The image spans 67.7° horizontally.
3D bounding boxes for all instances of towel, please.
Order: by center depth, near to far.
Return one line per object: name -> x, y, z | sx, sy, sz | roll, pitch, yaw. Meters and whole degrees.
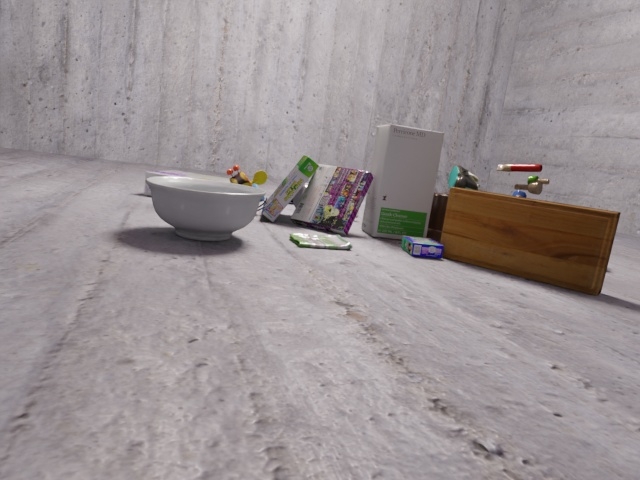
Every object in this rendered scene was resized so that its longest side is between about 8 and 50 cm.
towel -> 0.000, 0.000, 1.315 | 0.152, 0.023, 0.113 | 4, 10, -20

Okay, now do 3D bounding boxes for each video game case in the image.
video game case -> 0.038, -0.140, 1.585 | 0.210, 0.232, 0.042 | 13, -22, 31

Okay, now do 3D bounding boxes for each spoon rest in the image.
spoon rest -> 0.013, -0.137, 1.851 | 0.276, 0.137, 0.084 | 16, -23, -25

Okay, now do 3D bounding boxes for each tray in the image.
tray -> 0.529, -0.011, 1.261 | 0.411, 0.202, 0.076 | 15, 13, 35

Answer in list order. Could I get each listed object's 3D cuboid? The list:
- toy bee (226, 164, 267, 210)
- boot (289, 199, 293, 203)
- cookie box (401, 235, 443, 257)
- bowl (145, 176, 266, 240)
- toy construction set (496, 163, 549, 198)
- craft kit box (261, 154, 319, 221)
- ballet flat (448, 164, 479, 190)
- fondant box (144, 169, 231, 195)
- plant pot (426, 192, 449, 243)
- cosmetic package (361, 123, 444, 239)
toy bee -> -0.264, -0.191, 1.678 | 0.195, 0.162, 0.298 | -39, 17, -31
boot -> -0.092, -0.193, 2.199 | 0.190, 0.069, 0.086 | -5, 22, -22
cookie box -> 0.292, 0.018, 1.379 | 0.092, 0.040, 0.107 | 5, 10, -9
bowl -> -0.293, -0.078, 1.215 | 0.298, 0.134, 0.298 | 8, 11, -2
toy construction set -> 0.566, -0.089, 1.518 | 0.257, 0.308, 0.237 | 9, 2, -43
craft kit box -> -0.110, -0.190, 1.685 | 0.061, 0.246, 0.250 | 36, 7, -11
ballet flat -> 0.504, -0.196, 1.677 | 0.096, 0.095, 0.280 | 19, 22, 7
fondant box -> -0.483, -0.208, 1.885 | 0.330, 0.096, 0.238 | 8, 11, 9
plant pot -> 0.441, -0.078, 1.667 | 0.167, 0.165, 0.167 | 8, 10, -1
cosmetic package -> 0.270, -0.193, 1.605 | 0.197, 0.365, 0.155 | 5, 11, -11
